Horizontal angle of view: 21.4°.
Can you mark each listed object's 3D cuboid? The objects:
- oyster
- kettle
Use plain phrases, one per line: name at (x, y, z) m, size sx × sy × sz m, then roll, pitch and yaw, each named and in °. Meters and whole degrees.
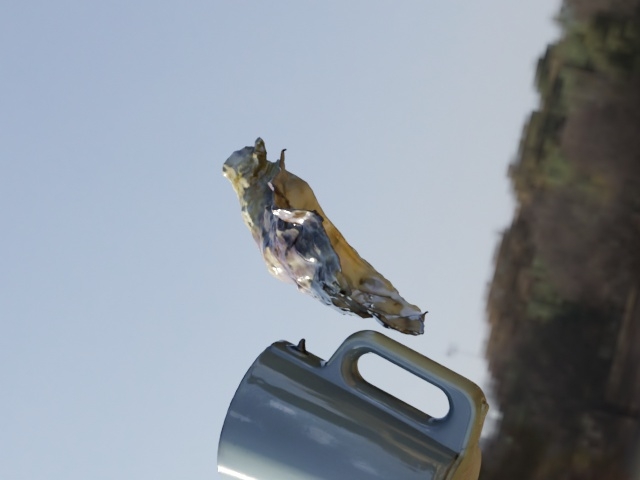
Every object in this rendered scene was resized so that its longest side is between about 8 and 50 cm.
oyster at (-0.008, 0.008, 1.813) m, size 0.100 × 0.275 × 0.271 m, roll -39°, pitch 2°, yaw -7°
kettle at (0.043, 0.193, 1.731) m, size 0.160 × 0.243 × 0.210 m, roll -16°, pitch -56°, yaw -66°
